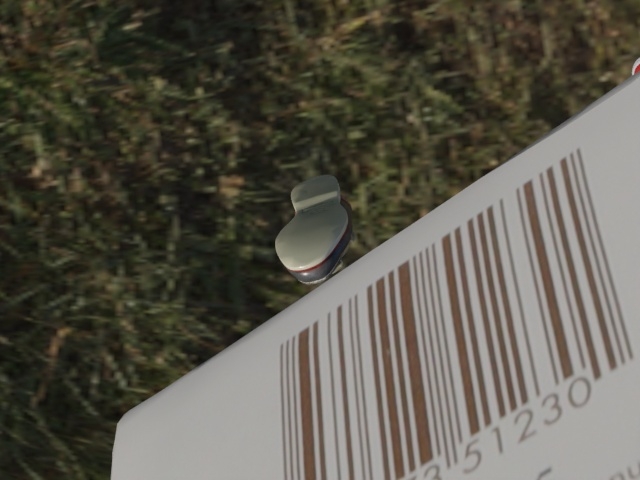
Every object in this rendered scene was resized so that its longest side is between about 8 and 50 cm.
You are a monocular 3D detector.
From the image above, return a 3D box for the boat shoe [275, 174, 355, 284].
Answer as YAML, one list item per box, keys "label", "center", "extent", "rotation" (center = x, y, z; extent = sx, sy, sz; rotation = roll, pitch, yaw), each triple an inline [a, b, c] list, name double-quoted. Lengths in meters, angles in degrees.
- label: "boat shoe"
  center: [0.000, 0.000, 1.176]
  extent: [0.049, 0.137, 0.043]
  rotation: [-14, 111, 7]

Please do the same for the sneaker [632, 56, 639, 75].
- label: "sneaker"
  center: [0.269, -0.090, 1.231]
  extent: [0.118, 0.042, 0.067]
  rotation: [19, 39, 3]

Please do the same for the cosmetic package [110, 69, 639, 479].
- label: "cosmetic package"
  center: [0.171, 0.196, 0.633]
  extent: [0.393, 0.329, 0.327]
  rotation: [41, 26, -31]
